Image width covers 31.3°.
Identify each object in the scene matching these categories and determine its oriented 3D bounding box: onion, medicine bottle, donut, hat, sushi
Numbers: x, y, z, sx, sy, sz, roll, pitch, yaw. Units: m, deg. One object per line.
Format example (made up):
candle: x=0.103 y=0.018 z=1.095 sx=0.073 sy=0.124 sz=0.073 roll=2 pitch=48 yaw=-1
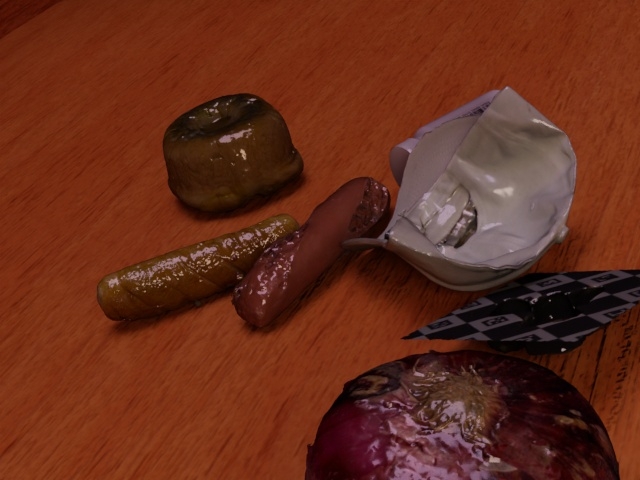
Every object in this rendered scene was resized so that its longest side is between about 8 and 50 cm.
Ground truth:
onion: x=0.113 y=0.193 z=0.906 sx=0.247 sy=0.190 sz=0.246 roll=-1 pitch=39 yaw=1
medicine bottle: x=0.196 y=-0.131 z=1.601 sx=0.187 sy=0.102 sz=0.103 roll=-29 pitch=27 yaw=-23
donut: x=-0.150 y=-0.141 z=1.826 sx=0.209 sy=0.128 sz=0.261 roll=-26 pitch=25 yaw=-14
hat: x=0.163 y=-0.024 z=1.402 sx=0.258 sy=0.168 sz=0.301 roll=-49 pitch=12 yaw=-24
sushi: x=0.240 y=0.086 z=1.179 sx=0.231 sy=0.047 sz=0.220 roll=-22 pitch=12 yaw=-41

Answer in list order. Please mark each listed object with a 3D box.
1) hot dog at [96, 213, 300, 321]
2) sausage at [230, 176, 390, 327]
hot dog: x=-0.157 y=0.037 z=1.522 sx=0.286 sy=0.087 sz=0.061 roll=-24 pitch=31 yaw=-7
sausage: x=0.000 y=-0.001 z=1.495 sx=0.327 sy=0.079 sz=0.087 roll=-42 pitch=-7 yaw=-40
